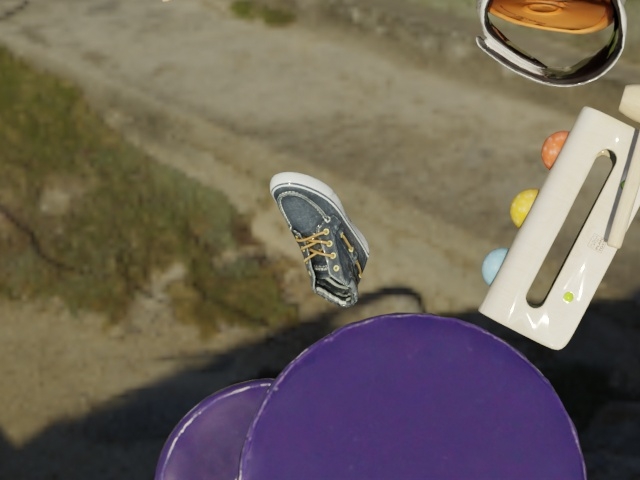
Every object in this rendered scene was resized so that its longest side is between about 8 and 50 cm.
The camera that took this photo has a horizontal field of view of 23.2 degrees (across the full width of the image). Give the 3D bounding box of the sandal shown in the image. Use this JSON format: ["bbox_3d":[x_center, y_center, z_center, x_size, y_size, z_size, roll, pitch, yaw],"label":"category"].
[{"bbox_3d":[0.141,-0.136,0.968,0.102,0.076,0.265,5,0,7],"label":"sandal"}]

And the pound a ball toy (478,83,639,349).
[{"bbox_3d":[0.295,-0.039,1.816,0.136,0.319,0.208,27,3,7],"label":"pound a ball toy"}]

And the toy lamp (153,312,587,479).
[{"bbox_3d":[-0.005,0.070,0.434,0.080,0.080,0.274,-5,-10,-10],"label":"toy lamp"}]

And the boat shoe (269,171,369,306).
[{"bbox_3d":[0.000,0.000,1.777,0.065,0.183,0.083,-13,51,29],"label":"boat shoe"}]
